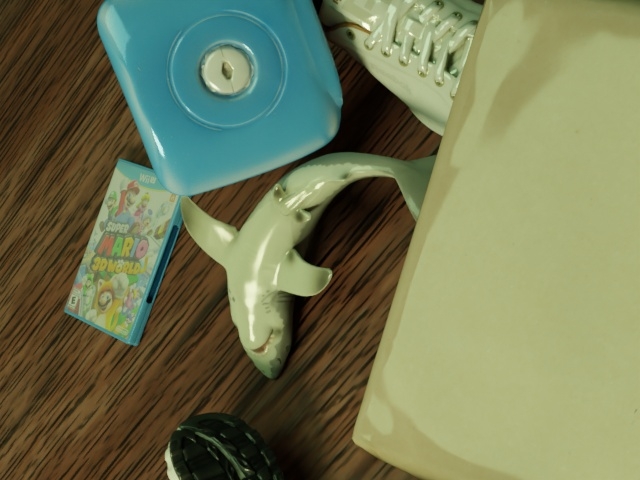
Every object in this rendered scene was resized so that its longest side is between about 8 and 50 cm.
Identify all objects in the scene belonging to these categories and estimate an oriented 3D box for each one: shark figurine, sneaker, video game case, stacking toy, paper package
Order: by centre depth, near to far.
[{"bbox_3d":[0.225,0.033,0.786,0.325,0.168,0.309,16,87,30],"label":"paper package"},{"bbox_3d":[-0.043,0.268,1.077,0.271,0.100,0.108,60,151,30],"label":"sneaker"},{"bbox_3d":[0.069,-0.159,1.087,0.290,0.123,0.106,35,99,43],"label":"sneaker"},{"bbox_3d":[0.004,-0.026,1.125,0.166,0.116,0.278,52,126,5],"label":"shark figurine"},{"bbox_3d":[-0.088,-0.156,1.195,0.166,0.175,0.302,-21,12,-3],"label":"stacking toy"},{"bbox_3d":[-0.190,0.009,1.351,0.119,0.015,0.166,19,89,46],"label":"video game case"}]
